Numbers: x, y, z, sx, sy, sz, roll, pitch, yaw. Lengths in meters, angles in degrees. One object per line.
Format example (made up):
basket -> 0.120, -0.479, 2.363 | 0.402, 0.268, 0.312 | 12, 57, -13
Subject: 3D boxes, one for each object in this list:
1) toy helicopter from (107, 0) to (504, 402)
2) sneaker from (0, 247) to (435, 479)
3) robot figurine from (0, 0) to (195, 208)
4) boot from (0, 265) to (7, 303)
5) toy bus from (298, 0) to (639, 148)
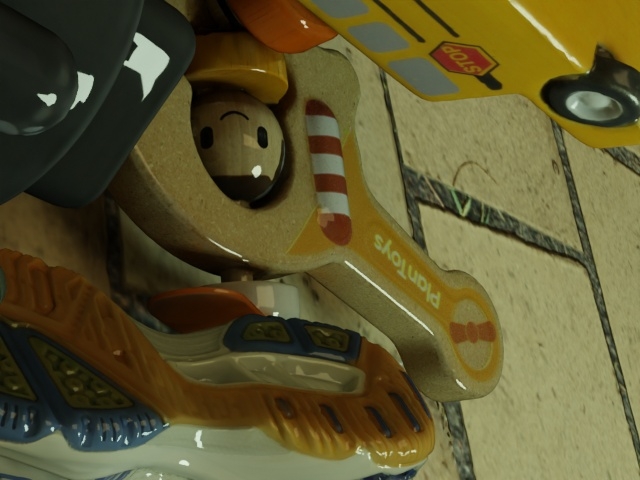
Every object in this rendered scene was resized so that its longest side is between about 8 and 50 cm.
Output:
toy helicopter -> 0.000, 0.000, 0.699 | 0.355, 0.140, 0.235 | 42, 43, -36
sneaker -> -0.097, 0.092, 0.514 | 0.296, 0.131, 0.112 | 17, 29, -25
robot figurine -> -0.175, -0.113, 0.460 | 0.278, 0.209, 0.174 | 29, 60, -46
boot -> -0.226, 0.027, 0.343 | 0.246, 0.083, 0.161 | 22, 49, -15
toy bus -> 0.046, -0.157, 0.585 | 0.332, 0.130, 0.108 | 32, 65, -42
